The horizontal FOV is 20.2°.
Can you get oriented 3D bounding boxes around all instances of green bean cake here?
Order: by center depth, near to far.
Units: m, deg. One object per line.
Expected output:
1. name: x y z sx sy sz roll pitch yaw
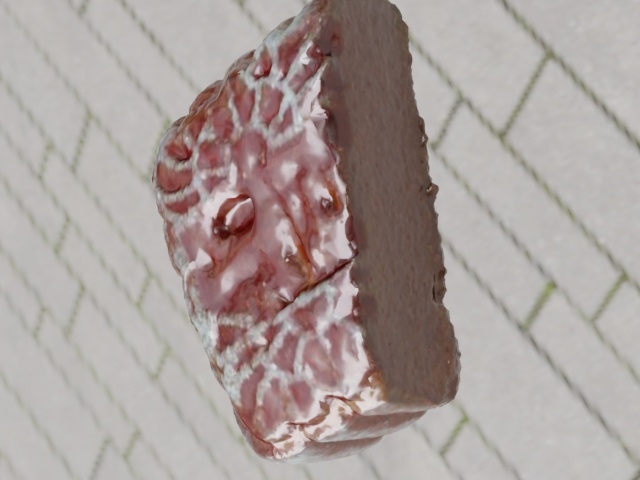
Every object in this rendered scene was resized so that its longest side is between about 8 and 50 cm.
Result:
1. green bean cake: 0.000 0.000 1.034 0.198 0.097 0.232 -32 70 42
